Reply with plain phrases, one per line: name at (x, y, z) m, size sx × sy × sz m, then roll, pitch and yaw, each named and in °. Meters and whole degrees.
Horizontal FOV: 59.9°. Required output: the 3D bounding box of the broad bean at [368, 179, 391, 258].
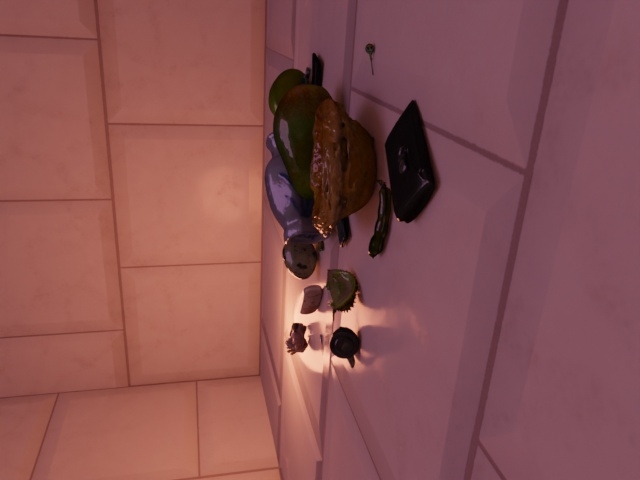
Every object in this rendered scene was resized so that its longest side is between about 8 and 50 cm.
broad bean at (0.156, -0.046, 1.444) m, size 0.069 × 0.039 × 0.227 m, roll -127°, pitch 37°, yaw -58°

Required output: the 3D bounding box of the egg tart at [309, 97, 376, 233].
egg tart at (0.055, -0.206, 1.582) m, size 0.388 × 0.169 × 0.388 m, roll 180°, pitch 90°, yaw -80°

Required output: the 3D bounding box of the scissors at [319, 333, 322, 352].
scissors at (0.003, 0.420, 2.237) m, size 0.036 × 0.006 × 0.083 m, roll 128°, pitch 138°, yaw -73°

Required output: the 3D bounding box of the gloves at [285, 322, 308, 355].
gloves at (-0.103, 0.444, 2.517) m, size 0.110 × 0.094 × 0.144 m, roll 26°, pitch 97°, yaw 49°

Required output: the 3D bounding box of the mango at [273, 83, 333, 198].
mango at (-0.042, -0.329, 1.842) m, size 0.201 × 0.225 × 0.382 m, roll -179°, pitch 85°, yaw -74°

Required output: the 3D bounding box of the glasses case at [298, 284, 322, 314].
glasses case at (-0.042, 0.241, 2.248) m, size 0.204 × 0.081 × 0.051 m, roll 103°, pitch 158°, yaw -53°

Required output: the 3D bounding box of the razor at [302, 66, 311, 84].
razor at (-0.047, -0.572, 2.120) m, size 0.068 × 0.037 × 0.191 m, roll 105°, pitch 160°, yaw -57°

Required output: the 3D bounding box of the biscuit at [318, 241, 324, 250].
biscuit at (-0.001, 0.000, 2.171) m, size 0.046 × 0.016 × 0.089 m, roll 121°, pitch 145°, yaw -67°

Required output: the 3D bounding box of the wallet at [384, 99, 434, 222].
wallet at (0.194, -0.177, 1.248) m, size 0.168 × 0.052 × 0.245 m, roll 116°, pitch 152°, yaw -57°

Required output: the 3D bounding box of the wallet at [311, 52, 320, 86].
wallet at (-0.022, -0.591, 2.159) m, size 0.124 × 0.025 × 0.244 m, roll -108°, pitch 17°, yaw -55°

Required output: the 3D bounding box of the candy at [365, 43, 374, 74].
candy at (0.138, -0.492, 1.507) m, size 0.023 × 0.025 × 0.083 m, roll -28°, pitch -71°, yaw -74°

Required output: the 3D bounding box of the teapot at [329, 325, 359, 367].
teapot at (0.073, 0.327, 1.750) m, size 0.091 × 0.092 × 0.124 m, roll -78°, pitch -3°, yaw -73°

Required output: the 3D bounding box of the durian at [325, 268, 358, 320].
durian at (0.066, 0.166, 1.721) m, size 0.215 × 0.100 × 0.086 m, roll -97°, pitch 9°, yaw -51°

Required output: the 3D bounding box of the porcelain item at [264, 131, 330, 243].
porcelain item at (-0.076, -0.196, 1.998) m, size 0.178 × 0.242 × 0.405 m, roll -33°, pitch 63°, yaw 50°

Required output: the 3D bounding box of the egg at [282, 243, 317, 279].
egg at (-0.083, 0.073, 2.270) m, size 0.141 × 0.141 × 0.181 m, roll 120°, pitch 137°, yaw -66°

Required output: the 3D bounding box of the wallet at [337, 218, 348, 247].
wallet at (0.072, -0.050, 1.828) m, size 0.088 × 0.026 × 0.129 m, roll 107°, pitch 157°, yaw -65°

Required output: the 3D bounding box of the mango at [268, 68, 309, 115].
mango at (-0.129, -0.568, 2.220) m, size 0.343 × 0.156 × 0.192 m, roll -71°, pitch -17°, yaw -56°

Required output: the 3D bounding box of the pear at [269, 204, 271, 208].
pear at (-0.130, -0.170, 2.249) m, size 0.239 × 0.139 × 0.288 m, roll 119°, pitch 130°, yaw -71°
